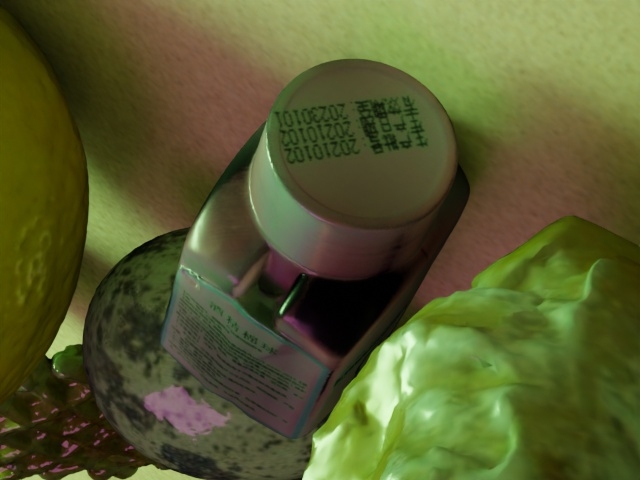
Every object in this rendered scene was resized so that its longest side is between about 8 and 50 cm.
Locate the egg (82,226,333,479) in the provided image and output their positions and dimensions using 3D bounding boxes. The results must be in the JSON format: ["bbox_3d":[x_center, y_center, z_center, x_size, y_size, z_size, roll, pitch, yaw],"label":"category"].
[{"bbox_3d":[-0.042,0.062,0.951,0.172,0.132,0.132,16,147,20],"label":"egg"}]

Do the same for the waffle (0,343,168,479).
[{"bbox_3d":[-0.131,0.109,1.132,0.184,0.036,0.169,-5,149,-11],"label":"waffle"}]

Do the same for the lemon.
[{"bbox_3d":[-0.253,-0.013,0.938,0.293,0.293,0.293,30,153,17],"label":"lemon"}]

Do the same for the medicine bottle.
[{"bbox_3d":[0.000,0.000,0.809,0.094,0.119,0.188,36,154,6],"label":"medicine bottle"}]

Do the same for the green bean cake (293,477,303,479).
[{"bbox_3d":[0.085,0.173,1.006,0.183,0.094,0.185,3,137,51],"label":"green bean cake"}]

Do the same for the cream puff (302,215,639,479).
[{"bbox_3d":[0.134,0.200,0.693,0.378,0.378,0.275,38,132,1],"label":"cream puff"}]
